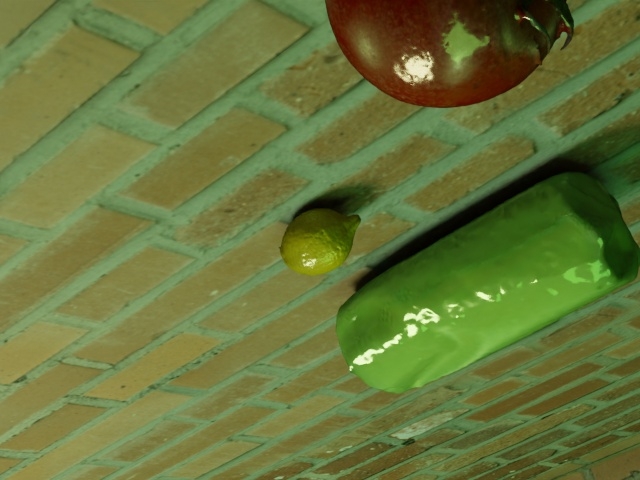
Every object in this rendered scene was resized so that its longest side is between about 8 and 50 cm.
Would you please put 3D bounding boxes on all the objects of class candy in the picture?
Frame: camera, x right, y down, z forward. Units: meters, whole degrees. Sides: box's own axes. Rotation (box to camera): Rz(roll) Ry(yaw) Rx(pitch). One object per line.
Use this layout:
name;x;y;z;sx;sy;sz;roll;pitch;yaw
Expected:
candy;0.172;0.051;1.197;0.343;0.132;0.142;-32;164;31

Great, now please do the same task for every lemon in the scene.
lemon;0.000;0.000;1.092;0.092;0.065;0.065;-26;151;21

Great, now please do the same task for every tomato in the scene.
tomato;0.080;-0.168;0.728;0.167;0.167;0.167;-12;153;-6
